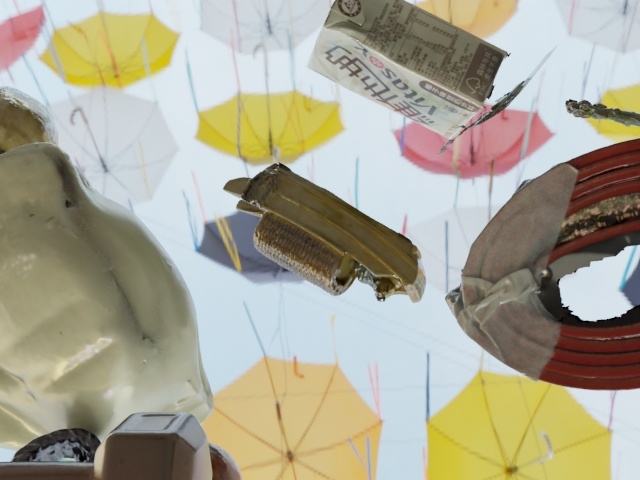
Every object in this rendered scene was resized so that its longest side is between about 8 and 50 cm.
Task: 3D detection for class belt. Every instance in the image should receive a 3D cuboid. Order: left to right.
[{"bbox_3d":[0.281,0.030,0.863,0.324,0.115,0.227,-22,-99,13],"label":"belt"}]

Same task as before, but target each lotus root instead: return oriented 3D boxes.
[{"bbox_3d":[-0.511,-0.167,1.447,0.183,0.183,0.310,-15,-153,-7],"label":"lotus root"}]

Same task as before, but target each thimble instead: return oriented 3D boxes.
[{"bbox_3d":[-0.279,0.251,0.974,0.104,0.066,0.095,10,-123,8],"label":"thimble"}]

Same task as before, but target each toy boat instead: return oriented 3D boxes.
[{"bbox_3d":[0.000,0.000,1.204,0.310,0.089,0.115,33,-102,24],"label":"toy boat"}]

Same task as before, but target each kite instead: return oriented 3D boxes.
[{"bbox_3d":[0.234,-0.180,1.252,0.015,0.245,0.141,47,-117,-3],"label":"kite"}]

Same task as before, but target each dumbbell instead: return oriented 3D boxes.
[{"bbox_3d":[-0.179,0.144,0.516,0.231,0.092,0.082,-1,-87,4],"label":"dumbbell"}]

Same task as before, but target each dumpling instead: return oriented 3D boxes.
[{"bbox_3d":[-0.310,0.097,1.050,0.315,0.395,0.233,-27,-164,-7],"label":"dumpling"}]

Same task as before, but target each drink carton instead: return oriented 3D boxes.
[{"bbox_3d":[0.154,-0.328,1.667,0.324,0.194,0.132,26,-106,-3],"label":"drink carton"}]

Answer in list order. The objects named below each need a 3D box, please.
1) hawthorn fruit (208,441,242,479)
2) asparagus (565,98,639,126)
[{"bbox_3d":[-0.179,0.347,1.189,0.173,0.173,0.173,-2,-128,3],"label":"hawthorn fruit"},{"bbox_3d":[0.361,-0.122,0.955,0.248,0.025,0.024,21,-118,43],"label":"asparagus"}]
